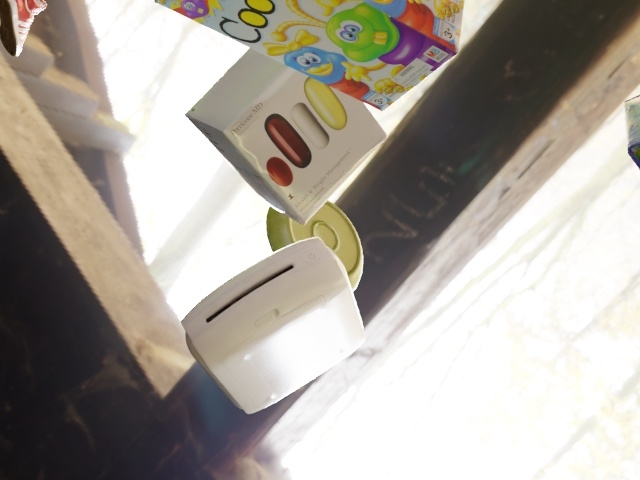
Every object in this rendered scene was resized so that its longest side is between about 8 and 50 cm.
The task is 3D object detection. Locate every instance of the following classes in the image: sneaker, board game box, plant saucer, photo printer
[{"bbox_3d":[-0.446,-0.332,1.326,0.042,0.118,0.067,38,-126,11],"label":"sneaker"},{"bbox_3d":[-0.004,-0.270,0.902,0.275,0.144,0.142,22,-118,-22],"label":"board game box"},{"bbox_3d":[0.000,0.000,1.729,0.241,0.037,0.241,24,-131,-31],"label":"plant saucer"},{"bbox_3d":[-0.066,0.129,1.337,0.107,0.256,0.307,55,173,27],"label":"photo printer"}]

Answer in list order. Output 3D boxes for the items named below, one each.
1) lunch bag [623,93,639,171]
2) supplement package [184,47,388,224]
[{"bbox_3d":[0.456,-0.138,1.073,0.096,0.151,0.129,52,-148,-24],"label":"lunch bag"},{"bbox_3d":[-0.049,-0.173,1.324,0.203,0.194,0.149,48,170,-34],"label":"supplement package"}]
